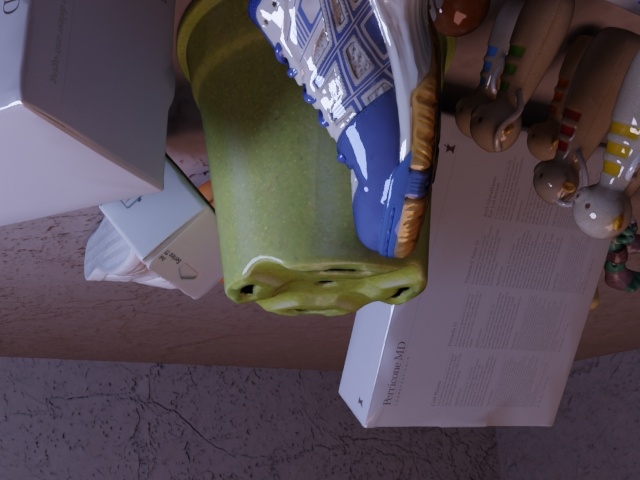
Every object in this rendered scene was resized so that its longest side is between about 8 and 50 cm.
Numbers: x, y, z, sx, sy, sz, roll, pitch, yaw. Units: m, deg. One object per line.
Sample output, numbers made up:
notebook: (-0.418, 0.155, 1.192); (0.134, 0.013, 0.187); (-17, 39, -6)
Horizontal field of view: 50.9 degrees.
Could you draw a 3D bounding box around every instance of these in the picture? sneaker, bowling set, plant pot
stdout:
sneaker: (-0.278, 0.018, 1.112); (0.169, 0.108, 0.292); (7, 169, -29)
bowling set: (0.163, -0.125, 0.571); (0.200, 0.154, 0.287); (21, -165, 3)
sneaker: (0.019, -0.133, 0.470); (0.131, 0.296, 0.112); (0, -165, 11)
plant pot: (0.000, -0.069, 0.634); (0.276, 0.254, 0.276); (-2, 162, -1)

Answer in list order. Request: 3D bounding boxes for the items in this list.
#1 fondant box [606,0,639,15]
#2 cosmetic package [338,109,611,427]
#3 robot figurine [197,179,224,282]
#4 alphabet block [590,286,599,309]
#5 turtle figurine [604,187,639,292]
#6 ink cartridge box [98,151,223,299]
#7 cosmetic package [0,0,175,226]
fondant box: (0.335, -0.233, 0.432); (0.330, 0.096, 0.238); (10, 158, -28)
cosmetic package: (0.202, 0.045, 0.834); (0.284, 0.377, 0.097); (6, -165, -24)
robot figurine: (-0.133, -0.014, 0.981); (0.128, 0.158, 0.219); (-39, 171, -19)
alphabet block: (0.283, 0.028, 1.051); (0.197, 0.192, 0.193); (7, 161, -21)
turtle figurine: (0.430, -0.046, 0.953); (0.118, 0.175, 0.234); (24, 151, 43)
ink cartridge box: (-0.186, -0.051, 0.733); (0.087, 0.208, 0.153); (-41, 159, -4)
cosmetic package: (-0.313, -0.118, 0.553); (0.365, 0.197, 0.155); (-12, 158, 22)
